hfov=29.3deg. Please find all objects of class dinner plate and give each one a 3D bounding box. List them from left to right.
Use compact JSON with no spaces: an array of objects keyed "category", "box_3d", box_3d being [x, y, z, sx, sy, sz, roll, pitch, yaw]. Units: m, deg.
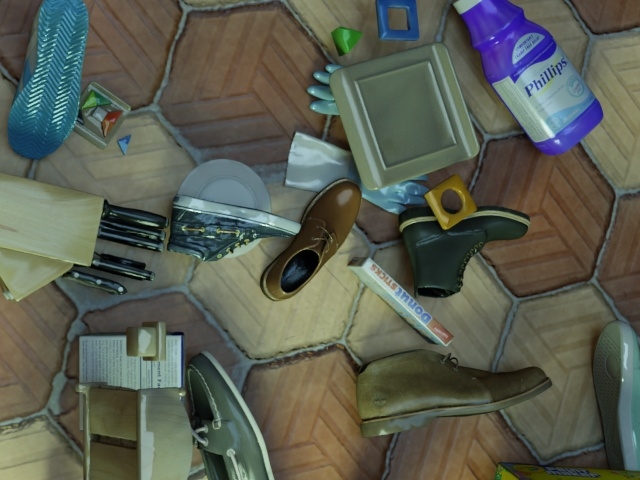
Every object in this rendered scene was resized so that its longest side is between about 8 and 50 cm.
[{"category":"dinner plate","box_3d":[-0.135,-0.046,1.734,0.141,0.017,0.141,1,87,-19]}]

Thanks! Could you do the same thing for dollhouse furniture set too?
[{"category":"dollhouse furniture set","box_3d":[-0.214,0.278,1.551,0.174,0.303,0.355,2,87,-34]}]

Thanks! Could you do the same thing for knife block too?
[{"category":"knife block","box_3d":[-0.340,-0.036,1.621,0.242,0.088,0.275,-34,99,-19]}]

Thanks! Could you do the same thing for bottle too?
[{"category":"bottle","box_3d":[0.309,-0.267,1.861,0.118,0.092,0.283,-41,101,-16]}]

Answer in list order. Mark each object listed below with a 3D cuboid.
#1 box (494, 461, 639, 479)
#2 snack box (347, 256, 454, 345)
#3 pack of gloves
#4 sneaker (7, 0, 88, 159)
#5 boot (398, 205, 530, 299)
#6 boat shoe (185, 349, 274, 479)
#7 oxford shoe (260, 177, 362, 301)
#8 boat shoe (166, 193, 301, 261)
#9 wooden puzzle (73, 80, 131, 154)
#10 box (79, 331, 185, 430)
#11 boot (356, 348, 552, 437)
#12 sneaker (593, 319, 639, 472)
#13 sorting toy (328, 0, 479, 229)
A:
[{"category":"box","box_3d":[0.395,0.491,1.789,0.290,0.177,0.279,8,98,-20]},{"category":"snack box","box_3d":[0.117,0.090,1.793,0.178,0.064,0.022,43,76,-14]},{"category":"pack of gloves","box_3d":[0.078,-0.148,1.799,0.232,0.046,0.195,14,82,-19]},{"category":"sneaker","box_3d":[-0.355,-0.218,1.626,0.087,0.092,0.228,16,103,-16]},{"category":"boot","box_3d":[0.218,0.024,1.806,0.198,0.077,0.137,-2,64,-8]},{"category":"boat shoe","box_3d":[-0.123,0.317,1.674,0.095,0.112,0.335,-26,100,-23]},{"category":"oxford shoe","box_3d":[0.000,0.000,1.748,0.076,0.076,0.212,37,77,-14]},{"category":"boat shoe","box_3d":[-0.122,-0.007,1.699,0.183,0.065,0.083,11,93,-16]},{"category":"wooden puzzle","box_3d":[-0.305,-0.172,1.677,0.116,0.014,0.078,28,79,-17]},{"category":"box","box_3d":[-0.250,0.186,1.636,0.137,0.072,0.126,0,88,-3]},{"category":"boot","box_3d":[0.198,0.206,1.802,0.305,0.112,0.115,-8,80,-18]},{"category":"sneaker","box_3d":[0.517,0.237,1.915,0.151,0.094,0.255,-11,101,-14]},{"category":"sorting toy","box_3d":[0.119,-0.179,1.780,0.196,0.047,0.347,-19,91,-24]}]
